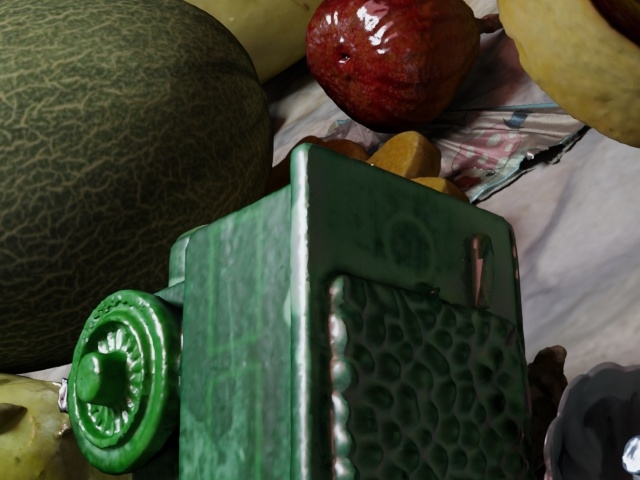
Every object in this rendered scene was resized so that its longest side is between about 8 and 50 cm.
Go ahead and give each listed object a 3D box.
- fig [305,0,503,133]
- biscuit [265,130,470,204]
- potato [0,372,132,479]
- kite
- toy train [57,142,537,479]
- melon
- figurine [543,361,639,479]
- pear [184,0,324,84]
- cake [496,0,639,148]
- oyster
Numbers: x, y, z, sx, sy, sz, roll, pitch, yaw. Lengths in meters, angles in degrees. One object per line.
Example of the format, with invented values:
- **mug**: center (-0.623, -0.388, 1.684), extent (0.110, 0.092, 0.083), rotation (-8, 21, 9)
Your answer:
- **fig**: center (0.069, -0.145, 0.847), extent (0.153, 0.119, 0.119), rotation (-33, 27, -6)
- **biscuit**: center (0.002, 0.002, 0.797), extent (0.184, 0.035, 0.249), rotation (-50, 27, -8)
- **potato**: center (-0.218, 0.170, 0.747), extent (0.248, 0.169, 0.143), rotation (-22, 13, 24)
- **kite**: center (0.022, 0.000, 0.827), extent (0.406, 0.014, 0.368), rotation (-35, 29, 17)
- **toy train**: center (-0.017, 0.109, 0.532), extent (0.202, 0.145, 0.266), rotation (-23, 60, 43)
- **melon**: center (-0.175, -0.041, 0.799), extent (0.301, 0.237, 0.237), rotation (-25, 27, -6)
- **figurine**: center (0.131, 0.094, 0.475), extent (0.082, 0.086, 0.094), rotation (-6, 46, 47)
- **pear**: center (-0.114, -0.270, 1.085), extent (0.309, 0.309, 0.309), rotation (-32, 30, 21)
- **cake**: center (0.181, -0.126, 0.635), extent (0.178, 0.185, 0.208), rotation (112, -176, -61)
- **oyster**: center (0.078, 0.081, 0.588), extent (0.083, 0.081, 0.038), rotation (5, 21, 14)
